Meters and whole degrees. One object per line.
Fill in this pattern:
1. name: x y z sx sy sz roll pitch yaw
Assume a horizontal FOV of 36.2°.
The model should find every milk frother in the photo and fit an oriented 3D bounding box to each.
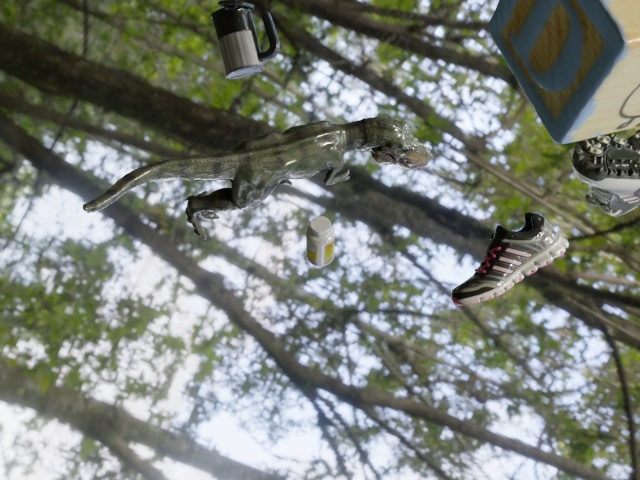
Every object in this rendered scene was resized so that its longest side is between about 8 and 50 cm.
1. milk frother: -0.165 -0.412 1.981 0.129 0.143 0.134 -16 -93 27

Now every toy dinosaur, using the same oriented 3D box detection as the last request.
1. toy dinosaur: -0.053 -0.051 0.753 0.118 0.268 0.064 142 -67 -71

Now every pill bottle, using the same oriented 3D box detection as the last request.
1. pill bottle: 0.000 0.000 1.461 0.083 0.043 0.043 92 7 -55

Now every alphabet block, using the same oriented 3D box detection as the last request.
1. alphabet block: 0.340 -0.250 1.115 0.192 0.197 0.193 111 -40 -60

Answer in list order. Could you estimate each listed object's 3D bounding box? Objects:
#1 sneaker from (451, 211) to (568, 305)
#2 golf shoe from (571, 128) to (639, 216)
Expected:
1. sneaker: 0.233 0.021 1.266 0.170 0.074 0.063 -32 -174 -4
2. golf shoe: 0.415 -0.082 1.354 0.105 0.273 0.120 41 -62 29
